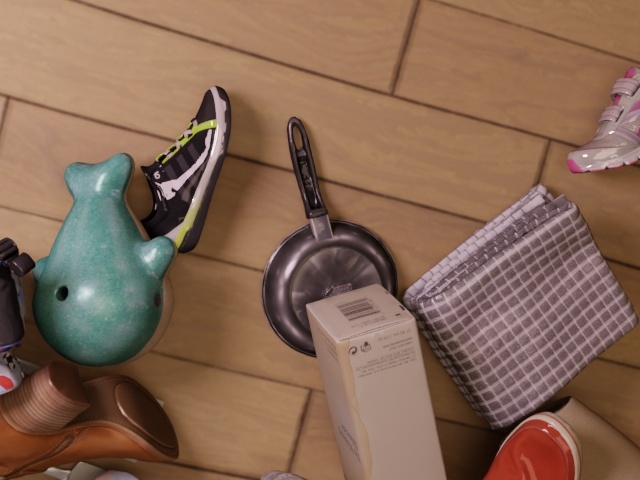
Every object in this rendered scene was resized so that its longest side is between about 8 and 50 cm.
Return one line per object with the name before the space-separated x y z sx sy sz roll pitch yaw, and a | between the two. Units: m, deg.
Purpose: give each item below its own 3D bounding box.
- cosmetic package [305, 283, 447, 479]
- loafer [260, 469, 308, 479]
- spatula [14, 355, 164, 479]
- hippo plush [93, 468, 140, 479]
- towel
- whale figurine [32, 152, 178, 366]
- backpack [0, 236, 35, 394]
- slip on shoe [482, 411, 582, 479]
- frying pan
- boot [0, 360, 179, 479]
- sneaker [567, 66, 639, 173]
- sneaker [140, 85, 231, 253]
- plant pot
cosmetic package | 0.080 0.232 1.722 0.113 0.160 0.309 -15 108 -11
loafer | 0.026 0.430 1.781 0.112 0.111 0.319 -38 117 -7
spatula | -0.350 0.251 1.713 0.242 0.019 0.168 23 91 -15
hippo plush | -0.239 0.453 1.682 0.294 0.234 0.236 -15 128 -31
towel | 0.289 0.093 1.804 0.284 0.121 0.235 -37 104 -8
whale figurine | -0.286 0.022 1.622 0.216 0.141 0.272 -8 81 26
backpack | -0.467 0.096 1.544 0.277 0.263 0.213 -9 103 -9
slip on shoe | 0.242 0.371 1.720 0.123 0.101 0.331 40 116 23
frying pan | 0.028 0.006 1.771 0.197 0.053 0.326 8 97 -15
boot | -0.335 0.266 1.648 0.220 0.109 0.283 -35 148 18
sneaker | 0.444 -0.183 1.832 0.252 0.103 0.111 -34 99 -15
sneaker | -0.184 -0.095 1.685 0.097 0.084 0.234 15 92 -14
plant pot | 0.380 0.367 1.809 0.256 0.256 0.274 -34 88 -9
